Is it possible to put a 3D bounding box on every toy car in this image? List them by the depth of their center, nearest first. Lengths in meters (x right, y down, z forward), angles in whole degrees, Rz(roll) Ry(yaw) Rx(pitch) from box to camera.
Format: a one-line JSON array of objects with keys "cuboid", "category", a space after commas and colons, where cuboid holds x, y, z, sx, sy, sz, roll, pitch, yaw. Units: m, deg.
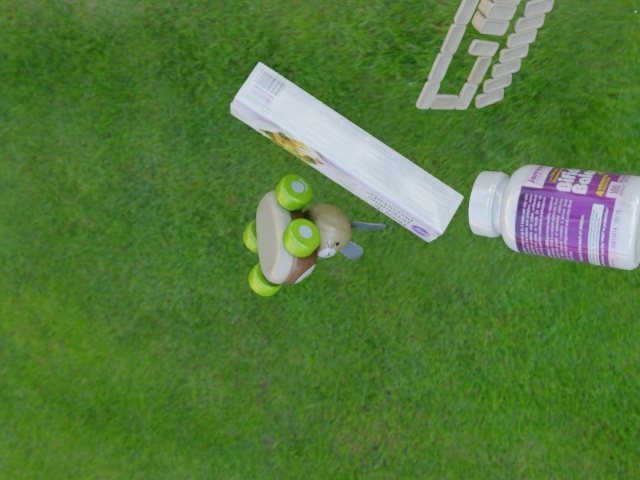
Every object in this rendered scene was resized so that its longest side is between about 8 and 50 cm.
[{"cuboid": [0.000, 0.000, 1.236, 0.155, 0.188, 0.149, -48, 44, 48], "category": "toy car"}]

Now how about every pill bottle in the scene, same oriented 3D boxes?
[{"cuboid": [0.435, -0.051, 1.486, 0.301, 0.169, 0.169, 10, 108, 29], "category": "pill bottle"}]

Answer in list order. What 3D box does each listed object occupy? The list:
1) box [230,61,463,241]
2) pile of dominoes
[{"cuboid": [0.033, -0.114, 1.071, 0.324, 0.063, 0.067, 32, 75, -4], "category": "box"}, {"cuboid": [0.292, -0.350, 1.475, 0.040, 0.196, 0.251, 61, 141, 39], "category": "pile of dominoes"}]
